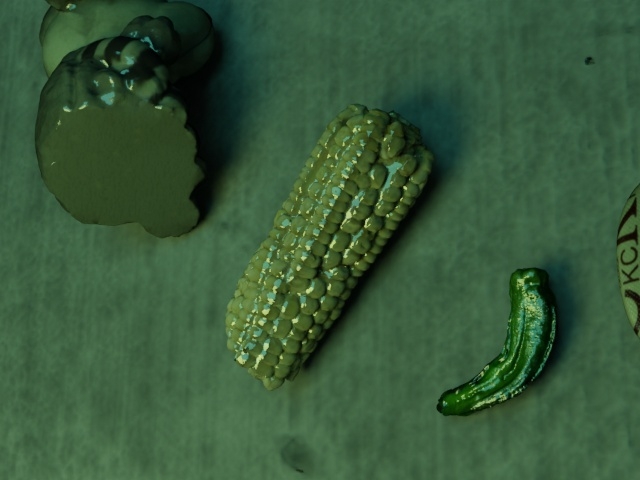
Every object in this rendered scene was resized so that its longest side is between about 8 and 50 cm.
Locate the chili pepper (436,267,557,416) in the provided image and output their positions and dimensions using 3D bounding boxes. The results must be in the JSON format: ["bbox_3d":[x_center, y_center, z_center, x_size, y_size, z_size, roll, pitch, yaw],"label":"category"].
[{"bbox_3d":[0.125,0.075,0.795,0.055,0.035,0.118,39,103,46],"label":"chili pepper"}]

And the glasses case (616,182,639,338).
[{"bbox_3d":[0.341,-0.008,0.669,0.354,0.085,0.137,-11,69,25],"label":"glasses case"}]

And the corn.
[{"bbox_3d":[0.000,0.000,0.863,0.087,0.087,0.211,37,97,33],"label":"corn"}]

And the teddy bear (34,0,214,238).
[{"bbox_3d":[-0.157,-0.146,0.957,0.144,0.171,0.251,-13,59,3],"label":"teddy bear"}]
